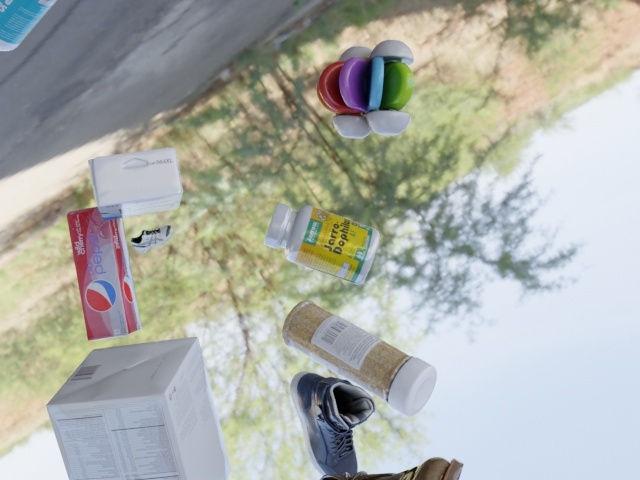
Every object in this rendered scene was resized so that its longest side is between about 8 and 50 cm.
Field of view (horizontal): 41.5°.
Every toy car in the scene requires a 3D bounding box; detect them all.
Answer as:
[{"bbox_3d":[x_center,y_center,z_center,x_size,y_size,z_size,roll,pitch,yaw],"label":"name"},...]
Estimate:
[{"bbox_3d":[0.070,-0.262,1.440,0.136,0.159,0.182,7,177,-45],"label":"toy car"}]

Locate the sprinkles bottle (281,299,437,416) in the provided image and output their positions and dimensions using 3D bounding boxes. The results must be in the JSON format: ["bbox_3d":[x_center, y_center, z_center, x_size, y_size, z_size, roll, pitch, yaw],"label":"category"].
[{"bbox_3d":[0.081,0.254,1.869,0.121,0.355,0.121,-35,139,-38],"label":"sprinkles bottle"}]

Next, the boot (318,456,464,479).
[{"bbox_3d":[0.050,0.289,0.889,0.112,0.115,0.305,-50,174,-38],"label":"boot"}]

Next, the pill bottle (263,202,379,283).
[{"bbox_3d":[0.000,0.000,1.652,0.117,0.208,0.118,-160,-90,-86],"label":"pill bottle"}]

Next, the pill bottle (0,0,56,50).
[{"bbox_3d":[-0.664,-0.505,1.792,0.264,0.146,0.146,-42,-179,18],"label":"pill bottle"}]

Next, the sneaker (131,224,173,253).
[{"bbox_3d":[-0.311,-0.007,1.554,0.083,0.037,0.032,-31,-142,10],"label":"sneaker"}]

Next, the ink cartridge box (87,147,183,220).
[{"bbox_3d":[-0.326,-0.098,1.501,0.148,0.086,0.203,-10,177,-11],"label":"ink cartridge box"}]

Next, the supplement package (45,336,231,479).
[{"bbox_3d":[-0.286,0.326,1.378,0.197,0.263,0.199,-8,-162,10],"label":"supplement package"}]

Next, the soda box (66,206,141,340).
[{"bbox_3d":[-0.436,0.064,1.706,0.092,0.264,0.083,-10,-179,8],"label":"soda box"}]

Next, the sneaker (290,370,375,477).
[{"bbox_3d":[0.041,0.339,1.480,0.086,0.226,0.163,-30,-167,-33],"label":"sneaker"}]
